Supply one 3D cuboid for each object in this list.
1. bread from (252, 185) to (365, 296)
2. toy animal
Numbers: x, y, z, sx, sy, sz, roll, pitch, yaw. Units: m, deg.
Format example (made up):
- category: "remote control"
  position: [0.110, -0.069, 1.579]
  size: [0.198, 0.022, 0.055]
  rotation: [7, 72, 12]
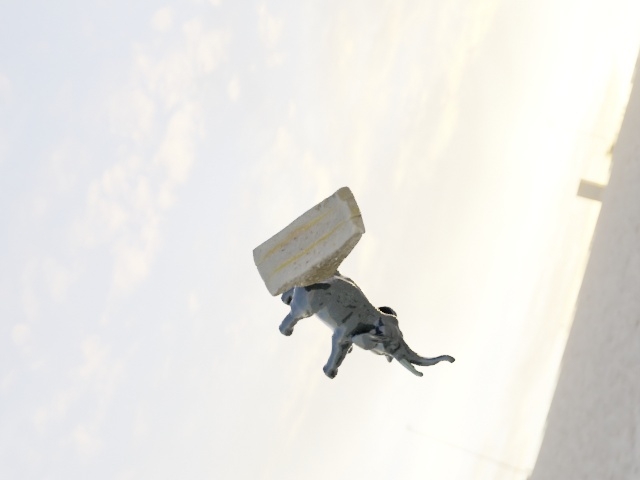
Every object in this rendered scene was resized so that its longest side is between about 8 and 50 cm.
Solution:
- category: "bread"
  position: [-0.016, 0.001, 1.350]
  size: [0.105, 0.077, 0.152]
  rotation: [-14, -24, -24]
- category: "toy animal"
  position: [0.049, 0.132, 1.473]
  size: [0.137, 0.270, 0.082]
  rotation: [-57, -3, 40]
